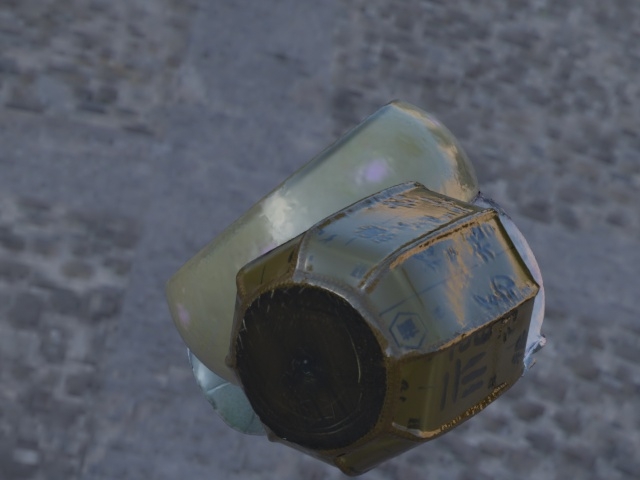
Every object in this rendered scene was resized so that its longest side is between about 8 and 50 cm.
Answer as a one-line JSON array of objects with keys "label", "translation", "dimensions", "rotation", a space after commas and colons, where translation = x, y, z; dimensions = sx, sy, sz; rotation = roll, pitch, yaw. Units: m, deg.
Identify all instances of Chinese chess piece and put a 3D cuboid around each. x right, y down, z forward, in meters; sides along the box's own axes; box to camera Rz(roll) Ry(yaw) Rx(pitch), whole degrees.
[{"label": "Chinese chess piece", "translation": [0.000, 0.000, 1.315], "dimensions": [0.097, 0.251, 0.251], "rotation": [51, 35, -1]}]

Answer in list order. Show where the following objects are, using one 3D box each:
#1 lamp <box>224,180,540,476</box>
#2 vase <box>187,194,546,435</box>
[{"label": "lamp", "translation": [0.039, 0.051, 1.092], "dimensions": [0.161, 0.161, 0.185], "rotation": [28, 27, 20]}, {"label": "vase", "translation": [0.036, 0.094, 1.928], "dimensions": [0.250, 0.445, 0.250], "rotation": [10, 71, -32]}]
